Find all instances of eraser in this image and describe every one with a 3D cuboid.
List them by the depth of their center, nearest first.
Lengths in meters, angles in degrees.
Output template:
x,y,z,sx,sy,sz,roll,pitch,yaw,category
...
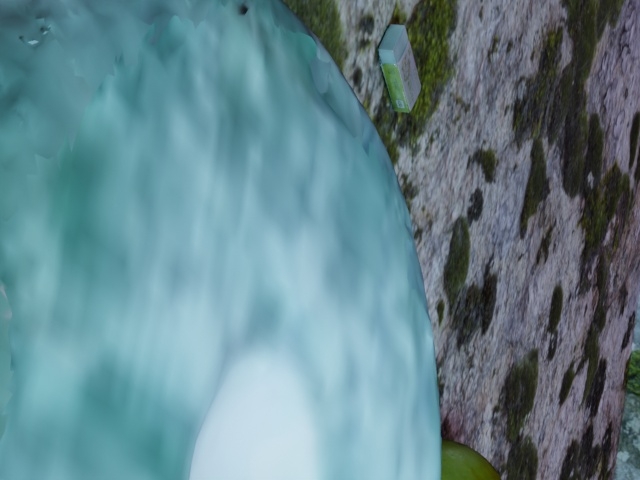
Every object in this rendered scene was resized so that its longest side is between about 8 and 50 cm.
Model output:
x,y,z,sx,sy,sz,roll,pitch,yaw,category
0.075,-0.163,1.373,0.038,0.019,0.083,-64,152,-30,eraser

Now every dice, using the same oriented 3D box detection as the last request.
x,y,z,sx,sy,sz,roll,pitch,yaw,category
-0.166,0.085,0.495,0.328,0.348,0.330,46,46,-57,dice

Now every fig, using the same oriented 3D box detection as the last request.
x,y,z,sx,sy,sz,roll,pitch,yaw,category
0.137,0.295,1.575,0.136,0.121,0.153,54,50,-65,fig
